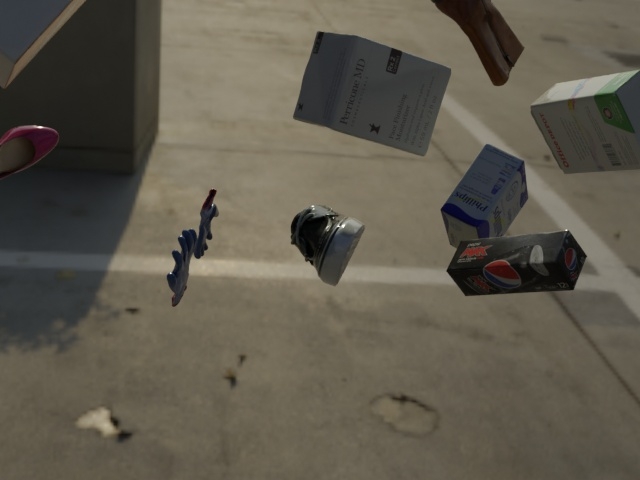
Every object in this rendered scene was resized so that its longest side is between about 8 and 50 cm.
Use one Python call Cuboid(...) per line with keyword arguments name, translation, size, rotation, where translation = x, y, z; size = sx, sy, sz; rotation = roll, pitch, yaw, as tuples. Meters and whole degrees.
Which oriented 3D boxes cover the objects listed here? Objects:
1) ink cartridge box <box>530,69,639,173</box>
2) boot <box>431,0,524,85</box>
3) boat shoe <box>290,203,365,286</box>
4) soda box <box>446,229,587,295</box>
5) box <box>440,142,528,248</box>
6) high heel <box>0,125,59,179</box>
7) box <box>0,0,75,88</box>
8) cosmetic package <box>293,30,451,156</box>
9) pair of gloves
Cuboid(name="ink cartridge box", translation=(0.499, -0.208, 1.792), size=(0.093, 0.154, 0.212), rotation=(-40, 19, -25))
Cuboid(name="boot", translation=(0.347, -0.497, 2.062), size=(0.096, 0.280, 0.264), rotation=(-20, 33, 42))
Cuboid(name="boat shoe", translation=(0.000, 0.000, 1.754), size=(0.119, 0.121, 0.335), rotation=(27, 0, -2))
Cuboid(name="soda box", translation=(0.248, 0.031, 1.284), size=(0.168, 0.053, 0.060), rotation=(-7, 42, 45))
Cuboid(name="box", translation=(0.259, -0.057, 1.572), size=(0.072, 0.137, 0.126), rotation=(29, -15, 26))
Cuboid(name="high heel", translation=(-0.570, -0.146, 1.829), size=(0.244, 0.082, 0.117), rotation=(-21, 29, -36))
Cuboid(name="box", translation=(-0.521, -0.475, 1.833), size=(0.168, 0.345, 0.215), rotation=(41, -17, -14))
Cuboid(name="cosmetic package", translation=(0.080, -0.237, 1.615), size=(0.183, 0.151, 0.151), rotation=(12, 7, -28))
Cuboid(name="pair of gloves", translation=(-0.209, 0.007, 1.645), size=(0.023, 0.159, 0.198), rotation=(20, 54, 3))
